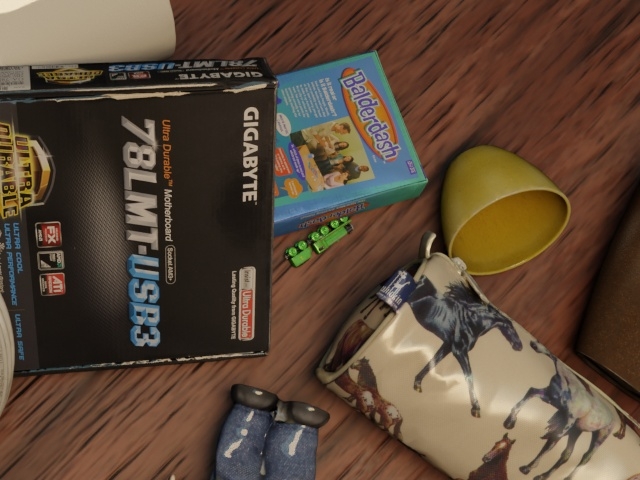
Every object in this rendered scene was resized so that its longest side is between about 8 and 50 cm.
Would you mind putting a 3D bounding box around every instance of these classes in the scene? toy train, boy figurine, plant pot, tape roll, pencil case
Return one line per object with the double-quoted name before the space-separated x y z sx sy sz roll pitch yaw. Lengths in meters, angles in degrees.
"toy train" 0.000 0.000 1.257 0.083 0.017 0.024 -34 95 -16
"boy figurine" -0.069 0.287 1.139 0.177 0.092 0.285 17 75 -7
"plant pot" 0.370 0.053 1.232 0.215 0.215 0.230 37 87 -1
"plant pot" 0.178 -0.043 1.253 0.134 0.134 0.095 -14 54 -13
"tape roll" -0.266 -0.253 1.147 0.169 0.246 0.246 -27 83 -16
"pencil case" 0.206 0.178 1.178 0.410 0.160 0.184 37 99 0

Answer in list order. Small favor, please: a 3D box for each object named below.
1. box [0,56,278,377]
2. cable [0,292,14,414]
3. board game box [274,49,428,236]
"box" -0.190 -0.017 1.108 0.293 0.073 0.296 -2 121 -11
"cable" -0.389 0.099 1.055 0.257 0.089 0.257 9 109 12
"board game box" -0.015 -0.096 1.252 0.210 0.047 0.160 -16 73 -13
